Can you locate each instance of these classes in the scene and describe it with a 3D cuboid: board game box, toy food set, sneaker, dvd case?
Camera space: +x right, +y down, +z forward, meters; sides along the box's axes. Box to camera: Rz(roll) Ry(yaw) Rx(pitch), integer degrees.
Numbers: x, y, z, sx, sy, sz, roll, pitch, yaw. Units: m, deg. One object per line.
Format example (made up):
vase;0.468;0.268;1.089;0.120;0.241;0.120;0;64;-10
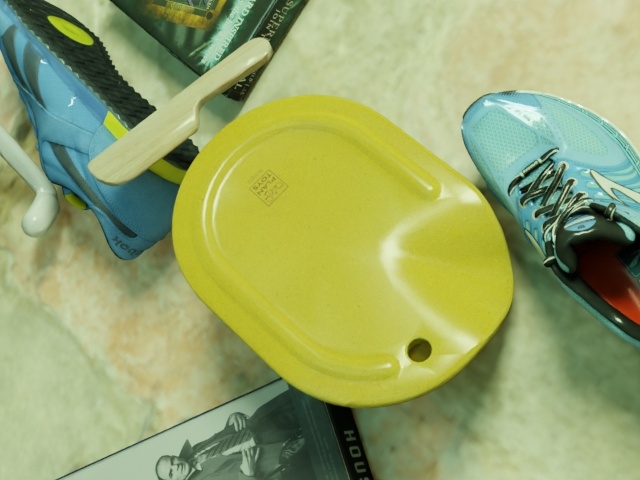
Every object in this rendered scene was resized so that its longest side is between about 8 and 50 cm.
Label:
board game box;-0.040;-0.189;0.620;0.126;0.026;0.186;42;106;28
toy food set;0.000;0.000;0.556;0.128;0.071;0.218;-44;63;-7
sneaker;-0.152;-0.074;0.654;0.209;0.069;0.082;48;113;27
sneaker;0.117;-0.011;0.472;0.063;0.073;0.162;-50;62;18
dvd case;-0.066;0.191;0.590;0.239;0.029;0.179;-27;71;27

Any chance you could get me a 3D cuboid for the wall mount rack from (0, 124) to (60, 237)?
wall mount rack;-0.295;0.055;0.599;0.350;0.304;0.130;-33;103;25
